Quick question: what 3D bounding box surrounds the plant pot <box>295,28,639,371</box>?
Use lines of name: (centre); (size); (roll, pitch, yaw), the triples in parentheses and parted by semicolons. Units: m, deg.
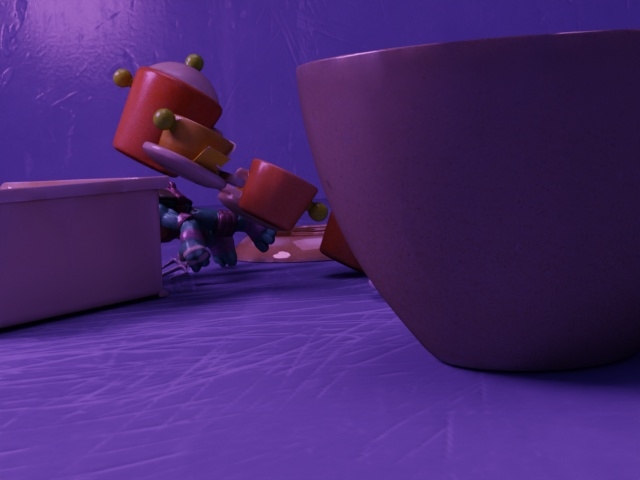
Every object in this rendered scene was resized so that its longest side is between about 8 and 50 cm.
plant pot: (0.132, -0.023, 0.698); (0.284, 0.191, 0.284); (-4, 4, 0)

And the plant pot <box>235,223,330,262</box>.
plant pot: (0.000, 0.000, 1.460); (0.236, 0.032, 0.236); (-4, 4, 0)

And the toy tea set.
toy tea set: (-0.058, -0.087, 1.143); (0.336, 0.124, 0.200); (29, -5, -40)

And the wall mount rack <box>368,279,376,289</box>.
wall mount rack: (0.215, -0.027, 1.043); (0.350, 0.130, 0.304); (-3, 5, -1)

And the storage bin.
storage bin: (-0.324, 0.009, 1.053); (0.260, 0.123, 0.262); (0, 7, 33)

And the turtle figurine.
turtle figurine: (-0.175, -0.007, 1.238); (0.234, 0.118, 0.175); (0, 1, -42)
